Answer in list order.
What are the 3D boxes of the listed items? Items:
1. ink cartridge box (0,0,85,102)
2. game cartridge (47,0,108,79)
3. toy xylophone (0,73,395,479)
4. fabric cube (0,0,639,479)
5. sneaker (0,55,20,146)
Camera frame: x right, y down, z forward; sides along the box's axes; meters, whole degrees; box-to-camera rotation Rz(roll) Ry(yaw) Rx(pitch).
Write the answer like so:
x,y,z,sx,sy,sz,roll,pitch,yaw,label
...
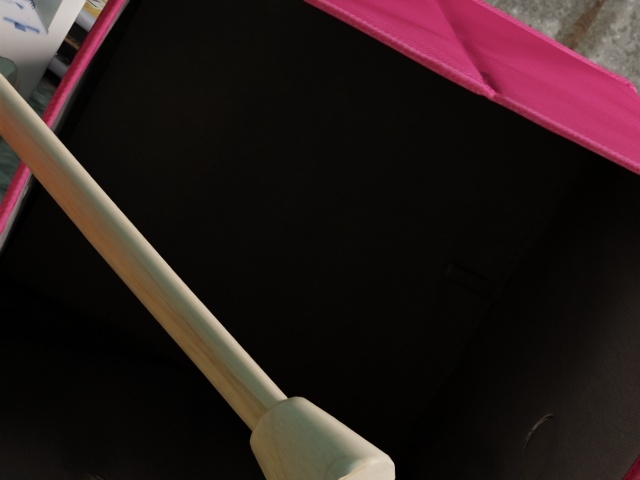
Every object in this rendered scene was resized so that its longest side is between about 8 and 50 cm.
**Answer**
x,y,z,sx,sy,sz,roll,pitch,yaw,label
-0.194,-0.195,1.051,0.082,0.190,0.139,25,18,-22,ink cartridge box
-0.155,-0.154,1.225,0.297,0.062,0.198,39,21,28,game cartridge
-0.135,0.063,0.383,0.323,0.236,0.081,40,-6,27,toy xylophone
-0.005,0.009,0.687,0.259,0.254,0.258,27,18,-11,fabric cube
-0.215,-0.026,0.673,0.110,0.118,0.292,33,19,2,sneaker
